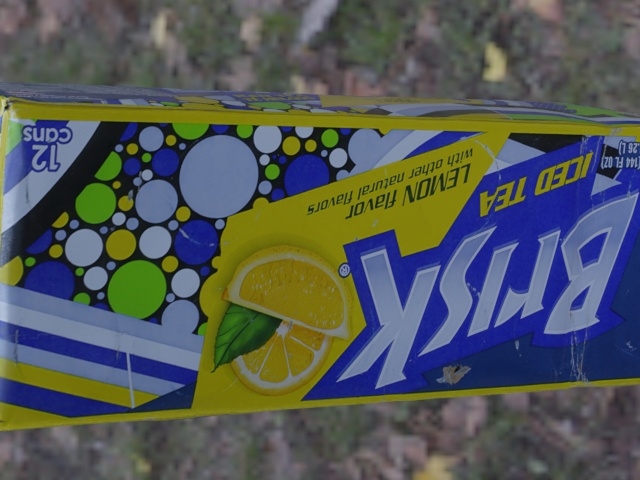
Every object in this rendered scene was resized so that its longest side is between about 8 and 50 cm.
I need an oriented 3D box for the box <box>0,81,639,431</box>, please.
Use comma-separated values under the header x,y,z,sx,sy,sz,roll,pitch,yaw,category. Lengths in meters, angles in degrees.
x,y,z,sx,sy,sz,roll,pitch,yaw,category
0.000,0.000,0.391,0.054,0.169,0.059,16,104,54,box
